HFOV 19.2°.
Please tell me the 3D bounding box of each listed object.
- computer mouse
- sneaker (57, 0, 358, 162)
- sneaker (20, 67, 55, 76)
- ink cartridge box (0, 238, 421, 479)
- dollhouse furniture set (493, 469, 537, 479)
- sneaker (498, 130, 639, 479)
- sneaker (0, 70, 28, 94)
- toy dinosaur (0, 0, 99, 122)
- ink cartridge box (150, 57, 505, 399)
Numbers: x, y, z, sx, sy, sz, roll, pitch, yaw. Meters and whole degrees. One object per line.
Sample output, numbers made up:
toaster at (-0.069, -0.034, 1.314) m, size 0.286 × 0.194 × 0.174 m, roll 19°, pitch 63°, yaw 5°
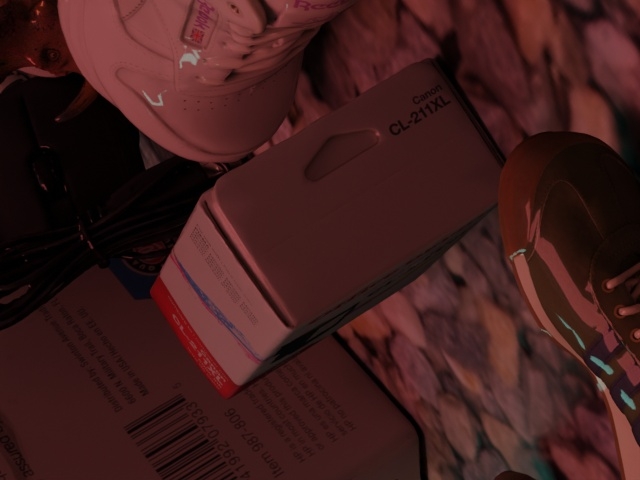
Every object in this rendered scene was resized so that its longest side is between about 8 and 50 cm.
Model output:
computer mouse at (-0.167, -0.054, 1.223) m, size 0.072 × 0.188 × 0.272 m, roll 65°, pitch 174°, yaw -27°
sneaker at (-0.043, -0.116, 0.832) m, size 0.152 × 0.114 × 0.305 m, roll 50°, pitch 160°, yaw 29°
sneaker at (-0.204, -0.156, 1.312) m, size 0.212 × 0.080 × 0.094 m, roll 36°, pitch 172°, yaw 45°
ink cartridge box at (-0.174, 0.170, 1.188) m, size 0.285 × 0.395 × 0.166 m, roll 48°, pitch 159°, yaw 34°
dollhouse furniture set at (0.103, 0.295, 0.959) m, size 0.151 × 0.198 × 0.301 m, roll 36°, pitch 151°, yaw 55°
sneaker at (0.138, 0.046, 0.698) m, size 0.086 × 0.064 × 0.192 m, roll 8°, pitch 127°, yaw 59°
sneaker at (-0.286, -0.062, 1.525) m, size 0.235 × 0.153 × 0.094 m, roll 20°, pitch 136°, yaw 63°
toy dinosaur at (-0.260, -0.163, 1.218) m, size 0.296 × 0.127 × 0.200 m, roll -5°, pitch 95°, yaw 45°
ink cartridge box at (0.000, 0.000, 0.879) m, size 0.072 × 0.127 × 0.175 m, roll 57°, pitch 163°, yaw 5°
